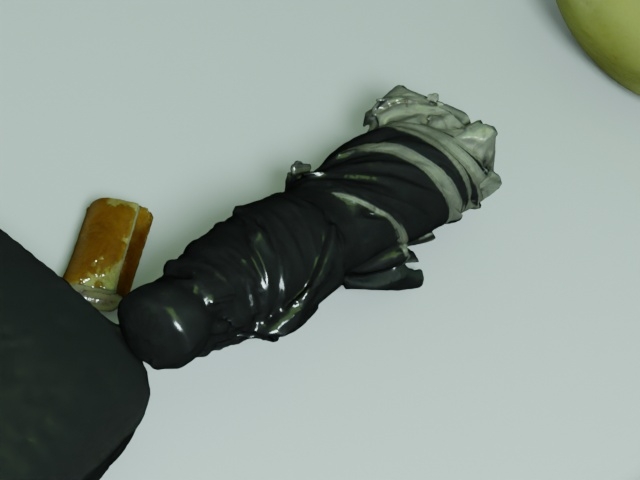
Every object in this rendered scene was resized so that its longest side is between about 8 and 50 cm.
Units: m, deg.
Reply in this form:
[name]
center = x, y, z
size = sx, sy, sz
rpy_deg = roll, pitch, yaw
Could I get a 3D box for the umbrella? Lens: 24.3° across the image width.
[umbrella]
center = -0.005, -0.001, 1.001
size = 0.113, 0.106, 0.357
rpy_deg = 35, 40, 19

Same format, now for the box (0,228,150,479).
[box]
center = -0.321, 0.092, 0.851
size = 0.359, 0.091, 0.350
rpy_deg = 36, 52, 11

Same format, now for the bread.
[bread]
center = -0.145, 0.008, 1.008
size = 0.047, 0.036, 0.083
rpy_deg = 14, 48, -3

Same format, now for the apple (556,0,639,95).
[apple]
center = 0.287, -0.216, 1.225
size = 0.200, 0.200, 0.200
rpy_deg = 9, 51, -11
